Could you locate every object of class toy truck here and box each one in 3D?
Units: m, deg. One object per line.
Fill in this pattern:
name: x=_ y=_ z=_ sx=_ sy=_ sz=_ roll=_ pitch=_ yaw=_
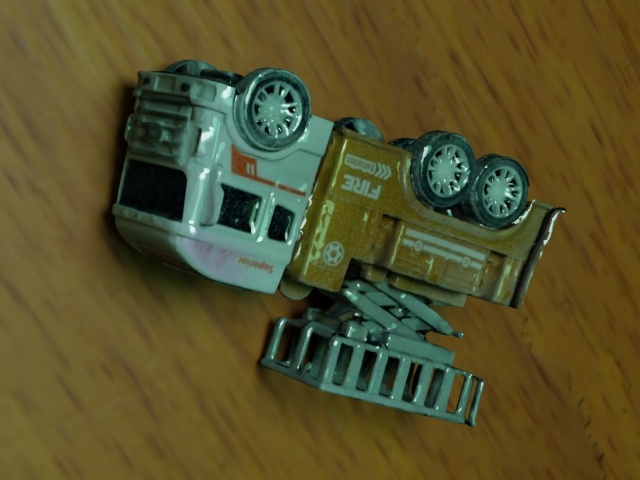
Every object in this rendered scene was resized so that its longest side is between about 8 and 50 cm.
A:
toy truck: x=-0.001 y=0.000 z=0.613 sx=0.178 sy=0.080 sz=0.115 roll=19 pitch=89 yaw=-34
